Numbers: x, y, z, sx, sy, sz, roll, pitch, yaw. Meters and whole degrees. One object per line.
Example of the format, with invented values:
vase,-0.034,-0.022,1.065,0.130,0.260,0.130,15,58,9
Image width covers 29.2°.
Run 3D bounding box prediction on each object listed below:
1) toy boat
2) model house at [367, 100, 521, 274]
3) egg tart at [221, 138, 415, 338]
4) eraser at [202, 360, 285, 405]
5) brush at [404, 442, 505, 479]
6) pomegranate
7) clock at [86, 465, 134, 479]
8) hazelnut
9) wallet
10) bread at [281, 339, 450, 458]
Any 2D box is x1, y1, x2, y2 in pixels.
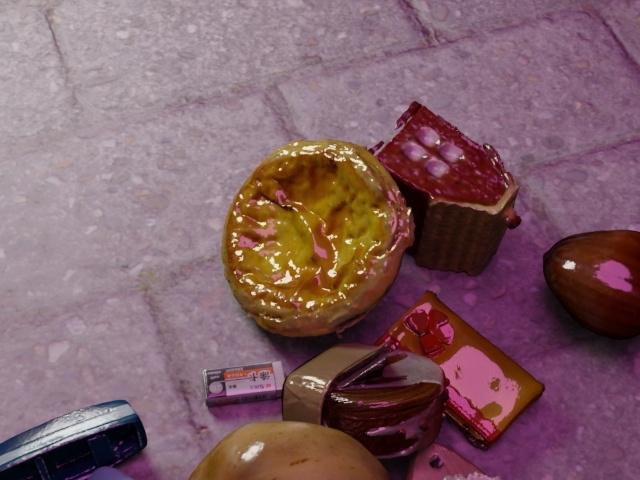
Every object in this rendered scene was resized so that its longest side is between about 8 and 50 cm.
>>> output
toy boat,-0.392,0.308,1.719,0.299,0.096,0.062,-21,47,-15
model house,0.199,-0.062,1.955,0.254,0.196,0.160,36,61,19
egg tart,-0.001,0.000,1.894,0.341,0.132,0.341,-12,68,31
eraser,-0.114,0.214,1.838,0.122,0.029,0.052,-6,55,-8
brush,0.194,0.369,1.663,0.174,0.166,0.267,-20,56,-16
pomegranate,-0.050,0.377,1.557,0.319,0.319,0.319,1,54,-2
clock,-0.272,0.386,1.697,0.147,0.045,0.108,27,58,14
hazelnut,0.449,0.057,1.886,0.181,0.212,0.181,-33,84,24
wallet,0.204,0.191,1.851,0.241,0.067,0.141,39,63,22
bread,0.071,0.218,1.738,0.212,0.142,0.224,10,21,30
